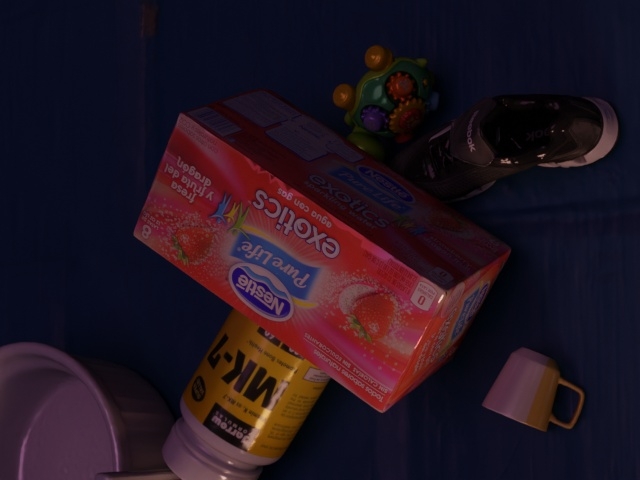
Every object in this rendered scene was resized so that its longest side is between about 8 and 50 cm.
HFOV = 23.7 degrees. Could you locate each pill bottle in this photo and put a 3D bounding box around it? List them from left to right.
[{"bbox_3d":[-0.065,0.146,1.507,0.119,0.119,0.208,38,105,31],"label":"pill bottle"}]

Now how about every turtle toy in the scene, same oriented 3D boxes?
[{"bbox_3d":[0.063,-0.123,1.470,0.130,0.095,0.066,-50,53,19],"label":"turtle toy"}]

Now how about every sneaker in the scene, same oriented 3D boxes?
[{"bbox_3d":[0.148,-0.091,1.404,0.234,0.106,0.078,-14,75,32],"label":"sneaker"}]

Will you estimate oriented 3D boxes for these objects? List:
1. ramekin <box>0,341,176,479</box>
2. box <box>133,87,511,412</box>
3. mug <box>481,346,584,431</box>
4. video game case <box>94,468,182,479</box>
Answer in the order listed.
[{"bbox_3d":[-0.276,0.249,1.624,0.277,0.135,0.277,-5,82,33],"label":"ramekin"},{"bbox_3d":[0.000,0.000,1.410,0.300,0.154,0.142,34,119,17],"label":"box"},{"bbox_3d":[0.192,0.135,1.382,0.062,0.078,0.064,14,82,67],"label":"mug"},{"bbox_3d":[-0.182,0.328,1.520,0.023,0.183,0.201,9,88,28],"label":"video game case"}]
